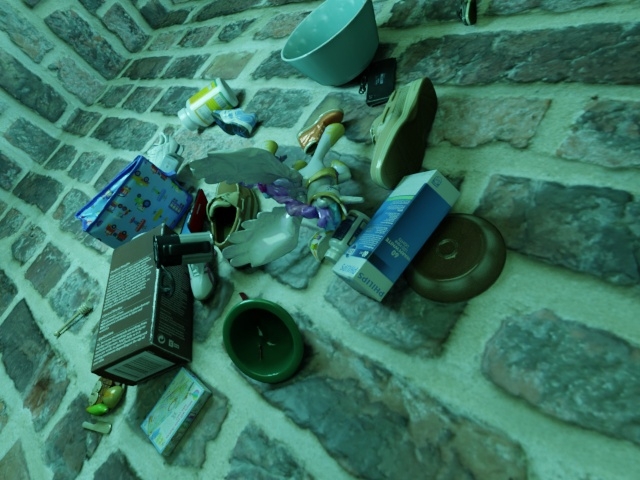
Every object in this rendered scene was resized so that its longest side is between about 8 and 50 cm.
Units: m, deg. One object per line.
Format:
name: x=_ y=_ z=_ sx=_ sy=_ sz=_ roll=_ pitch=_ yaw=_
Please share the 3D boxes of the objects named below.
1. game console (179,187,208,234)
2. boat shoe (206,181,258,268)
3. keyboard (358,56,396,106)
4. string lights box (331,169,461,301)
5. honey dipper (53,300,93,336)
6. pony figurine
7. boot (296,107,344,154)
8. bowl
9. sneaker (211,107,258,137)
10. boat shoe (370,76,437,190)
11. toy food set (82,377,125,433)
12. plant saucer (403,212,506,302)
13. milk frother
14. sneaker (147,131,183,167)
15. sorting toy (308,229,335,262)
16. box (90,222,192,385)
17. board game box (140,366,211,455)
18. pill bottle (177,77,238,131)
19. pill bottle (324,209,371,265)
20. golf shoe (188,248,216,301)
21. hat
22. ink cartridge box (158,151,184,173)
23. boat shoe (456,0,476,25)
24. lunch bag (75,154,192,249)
game console: x=-0.398 y=-0.071 z=1.273 sx=0.085 sy=0.124 sz=0.143 roll=3 pitch=58 yaw=5
boat shoe: x=-0.242 y=-0.076 z=1.142 sx=0.123 sy=0.120 sz=0.323 roll=-32 pitch=47 yaw=11
keyboard: x=0.163 y=-0.455 z=1.210 sx=0.108 sy=0.023 sz=0.180 roll=-6 pitch=55 yaw=23
string lights box: x=0.144 y=-0.014 z=0.831 sx=0.259 sy=0.077 sz=0.133 roll=-52 pitch=14 yaw=-7
honey dipper: x=-0.796 y=0.255 z=1.345 sx=0.161 sy=0.030 sz=0.030 roll=-41 pitch=46 yaw=6
pony figurine: x=-0.081 y=-0.131 z=0.988 sx=0.352 sy=0.302 sz=0.363 roll=-11 pitch=36 yaw=8
boot: x=0.008 y=-0.305 z=1.186 sx=0.158 sy=0.059 sz=0.084 roll=-34 pitch=49 yaw=21
bowl: x=0.051 y=-0.591 z=1.268 sx=0.312 sy=0.163 sz=0.311 roll=-24 pitch=43 yaw=25
sneaker: x=-0.299 y=-0.419 z=1.464 sx=0.211 sy=0.080 sz=0.081 roll=27 pitch=70 yaw=33
boat shoe: x=0.180 y=-0.247 z=0.991 sx=0.110 sy=0.121 sz=0.341 roll=-1 pitch=49 yaw=39
toy food set: x=-0.551 y=0.385 z=1.078 sx=0.133 sy=0.038 sz=0.191 roll=-7 pitch=55 yaw=30
plant saucer: x=0.246 y=0.022 z=0.803 sx=0.199 sy=0.036 sz=0.198 roll=-18 pitch=50 yaw=24
milk frother: x=-0.331 y=0.056 z=1.032 sx=0.129 sy=0.135 sz=0.143 roll=28 pitch=120 yaw=58
sneaker: x=-0.610 y=-0.289 z=1.562 sx=0.090 sy=0.095 sz=0.234 roll=3 pitch=63 yaw=34
sorting toy: x=0.000 y=0.000 z=0.988 sx=0.083 sy=0.045 sz=0.075 roll=-49 pitch=27 yaw=-6
box: x=-0.452 y=0.159 z=1.103 sx=0.191 sy=0.143 sz=0.381 roll=-25 pitch=50 yaw=14
board game box: x=-0.323 y=0.378 z=0.938 sx=0.104 sy=0.026 sz=0.154 roll=23 pitch=74 yaw=42
pill bottle: x=-0.423 y=-0.501 z=1.570 sx=0.209 sy=0.117 sz=0.117 roll=-32 pitch=47 yaw=11
pill bottle: x=0.061 y=-0.002 z=0.923 sx=0.067 sy=0.067 sz=0.120 roll=23 pitch=73 yaw=42
golf shoe: x=-0.327 y=0.075 z=1.117 sx=0.068 sy=0.086 sz=0.186 roll=-26 pitch=49 yaw=15
hat: x=-0.104 y=0.183 z=0.933 sx=0.173 sy=0.183 sz=0.208 roll=-35 pitch=87 yaw=17
ink cartridge box: x=-0.550 y=-0.188 z=1.438 sx=0.232 sy=0.066 sz=0.189 roll=-63 pitch=17 yaw=8
boat shoe: x=0.400 y=-0.633 z=1.158 sx=0.049 sy=0.056 sz=0.152 roll=-10 pitch=45 yaw=35
lunch bag: x=-0.548 y=-0.104 z=1.298 sx=0.293 sy=0.221 sz=0.138 roll=-50 pitch=46 yaw=-7
